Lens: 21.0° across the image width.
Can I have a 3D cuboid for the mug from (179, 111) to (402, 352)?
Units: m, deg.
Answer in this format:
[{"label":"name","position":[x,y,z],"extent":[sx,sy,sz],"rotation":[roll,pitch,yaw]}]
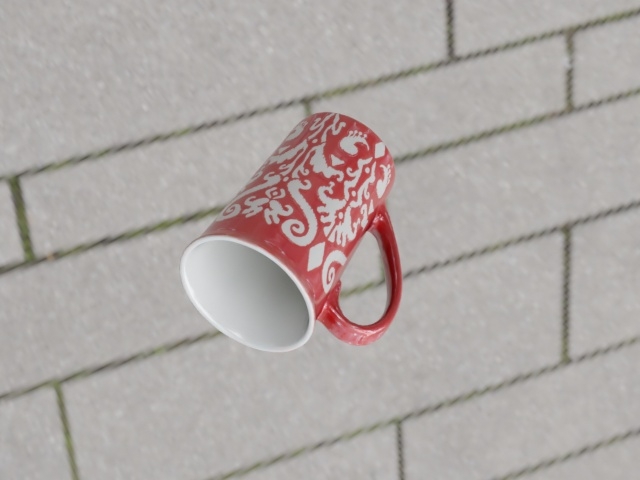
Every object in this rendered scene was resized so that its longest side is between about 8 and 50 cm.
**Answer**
[{"label":"mug","position":[-0.008,0.001,1.324],"extent":[0.150,0.113,0.169],"rotation":[51,47,-20]}]
